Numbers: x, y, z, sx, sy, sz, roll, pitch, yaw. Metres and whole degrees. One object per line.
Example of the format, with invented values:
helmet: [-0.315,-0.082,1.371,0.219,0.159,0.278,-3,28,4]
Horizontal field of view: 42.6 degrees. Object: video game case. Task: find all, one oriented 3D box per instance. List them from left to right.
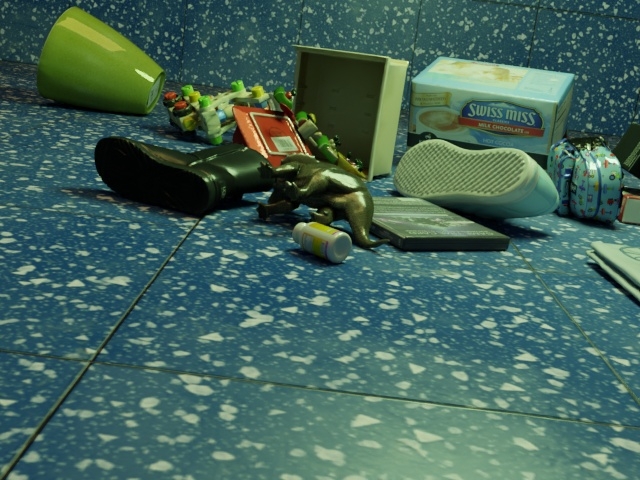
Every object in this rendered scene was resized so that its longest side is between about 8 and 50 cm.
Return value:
video game case: [0.153,-0.032,1.367,0.196,0.026,0.274,0,17,-26]

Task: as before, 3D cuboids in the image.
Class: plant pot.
plant pot: [-0.604,-0.476,2.337,0.294,0.274,0.275,24,15,-1]

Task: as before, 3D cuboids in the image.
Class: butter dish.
butter dish: [-0.111,-0.172,1.618,0.160,0.118,0.159,-1,56,-45]

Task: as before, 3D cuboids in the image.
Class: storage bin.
storage bin: [0.041,-0.286,1.820,0.261,0.262,0.123,15,15,28]

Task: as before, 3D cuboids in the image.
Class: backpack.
backpack: [0.525,-0.111,1.617,0.117,0.158,0.173,-2,27,-2]

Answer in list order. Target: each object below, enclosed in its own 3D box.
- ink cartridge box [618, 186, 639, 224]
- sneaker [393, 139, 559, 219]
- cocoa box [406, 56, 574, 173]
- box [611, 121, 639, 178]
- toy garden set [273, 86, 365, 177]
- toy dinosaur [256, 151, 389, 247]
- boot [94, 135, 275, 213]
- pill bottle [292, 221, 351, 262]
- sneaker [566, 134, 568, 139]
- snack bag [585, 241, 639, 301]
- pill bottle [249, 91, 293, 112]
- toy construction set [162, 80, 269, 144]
ink cartridge box: [0.658,-0.071,1.692,0.099,0.056,0.135,8,14,3]
sneaker: [0.285,-0.094,1.543,0.150,0.135,0.366,35,-8,-33]
cocoa box: [0.405,-0.288,1.972,0.347,0.227,0.231,13,32,21]
box: [0.753,-0.131,1.708,0.261,0.103,0.184,31,17,-1]
toy garden set: [0.005,-0.209,1.626,0.244,0.049,0.204,47,9,-14]
toy dinosaur: [0.003,-0.078,1.284,0.314,0.120,0.160,15,29,43]
boot: [-0.222,-0.120,1.376,0.247,0.094,0.207,19,21,22]
pill bottle: [0.000,0.000,1.126,0.043,0.043,0.083,-7,20,-44]
sneaker: [0.633,-0.229,2.080,0.282,0.162,0.106,13,16,24]
snack bag: [0.586,0.073,1.143,0.343,0.037,0.323,5,15,-4]
pill bottle: [-0.079,-0.330,2.197,0.246,0.130,0.130,-3,17,-34]
toy construction set: [-0.269,-0.331,2.069,0.215,0.151,0.328,-23,15,-15]
